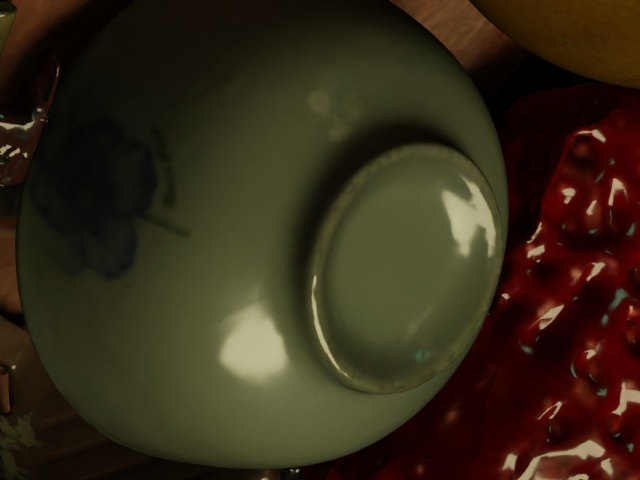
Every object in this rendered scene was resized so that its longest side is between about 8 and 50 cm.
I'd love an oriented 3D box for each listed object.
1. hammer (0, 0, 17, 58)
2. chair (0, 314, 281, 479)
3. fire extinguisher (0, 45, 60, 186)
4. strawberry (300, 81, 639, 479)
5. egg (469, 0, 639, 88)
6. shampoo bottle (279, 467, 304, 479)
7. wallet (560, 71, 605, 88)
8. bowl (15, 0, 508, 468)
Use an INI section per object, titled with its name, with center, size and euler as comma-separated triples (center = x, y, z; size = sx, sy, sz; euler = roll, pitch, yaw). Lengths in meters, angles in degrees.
[hammer]
center = -0.190, -0.050, 1.051
size = 0.062, 0.013, 0.199
euler = -7, 141, -34
[chair]
center = -0.125, 0.107, 1.153
size = 0.183, 0.176, 0.326
euler = -18, 158, -3
[fire extinguisher]
center = -0.287, -0.018, 0.926
size = 0.341, 0.105, 0.141
euler = -15, 146, -19
[strawberry]
center = 0.149, 0.063, 1.271
size = 0.317, 0.295, 0.345
euler = 3, 102, -8
[egg]
center = 0.191, -0.198, 0.939
size = 0.322, 0.250, 0.250
euler = -12, 143, -32
[shampoo bottle]
center = 0.070, 0.152, 1.459
size = 0.284, 0.101, 0.101
euler = -2, 138, -37
[wallet]
center = 0.219, -0.084, 1.328
size = 0.095, 0.026, 0.176
euler = -34, 145, 3
[bowl]
center = 0.000, 0.000, 1.032
size = 0.289, 0.146, 0.289
euler = -11, 109, -35
